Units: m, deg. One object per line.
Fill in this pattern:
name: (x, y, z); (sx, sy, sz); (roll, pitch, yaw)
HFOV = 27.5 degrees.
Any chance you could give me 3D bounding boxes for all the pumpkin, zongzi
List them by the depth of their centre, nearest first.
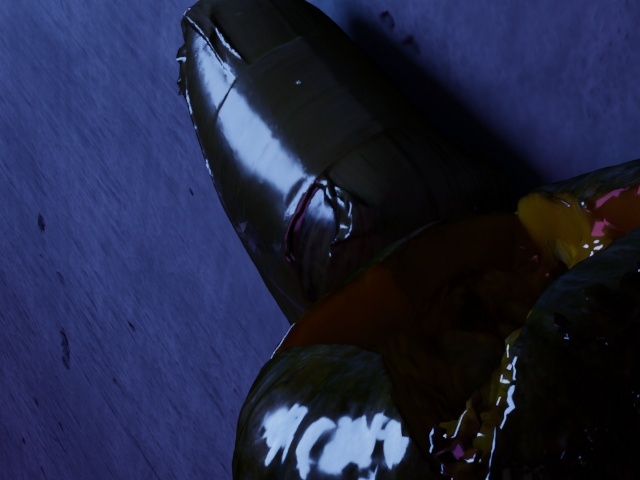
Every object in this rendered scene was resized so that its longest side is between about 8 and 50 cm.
pumpkin: (0.110, 0.089, 0.603); (0.320, 0.320, 0.192); (-1, 120, 60)
zongzi: (0.000, 0.000, 0.915); (0.274, 0.145, 0.300); (51, 154, 37)
